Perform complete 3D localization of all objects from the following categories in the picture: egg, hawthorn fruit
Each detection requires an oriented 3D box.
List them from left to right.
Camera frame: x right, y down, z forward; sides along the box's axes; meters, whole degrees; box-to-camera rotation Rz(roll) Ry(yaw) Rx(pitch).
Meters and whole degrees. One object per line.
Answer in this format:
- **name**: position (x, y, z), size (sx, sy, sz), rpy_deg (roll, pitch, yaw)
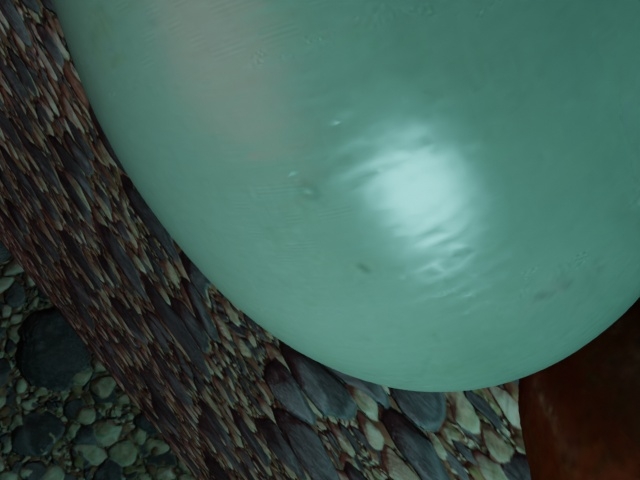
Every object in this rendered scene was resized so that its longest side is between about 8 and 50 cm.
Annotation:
- **egg**: position (0.018, -0.114, 0.440), size (0.230, 0.230, 0.371), rpy_deg (28, 142, 55)
- **hawthorn fruit**: position (0.152, 0.076, 0.597), size (0.162, 0.163, 0.203), rpy_deg (82, 164, -56)

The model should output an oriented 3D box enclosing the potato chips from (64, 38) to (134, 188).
- **potato chips**: position (-0.191, -0.127, 1.280), size (0.202, 0.029, 0.220), rpy_deg (16, 137, 59)
